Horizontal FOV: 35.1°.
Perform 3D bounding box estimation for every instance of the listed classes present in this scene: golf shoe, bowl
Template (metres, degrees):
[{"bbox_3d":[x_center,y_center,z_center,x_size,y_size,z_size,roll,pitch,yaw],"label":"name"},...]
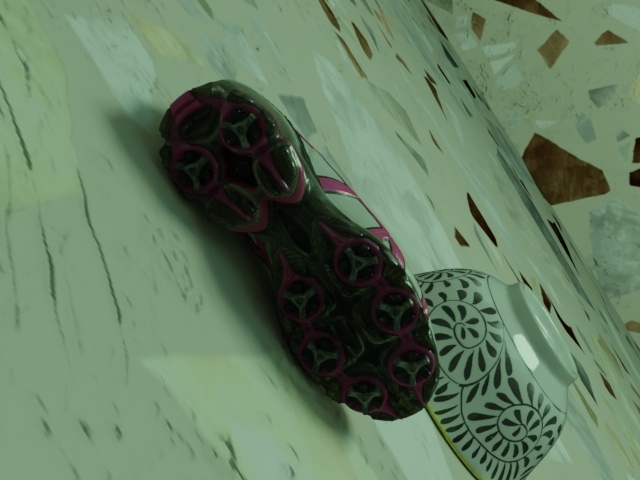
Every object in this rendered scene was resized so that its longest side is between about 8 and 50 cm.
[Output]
[{"bbox_3d":[0.000,0.000,0.490,0.186,0.067,0.086,56,14,-6],"label":"golf shoe"},{"bbox_3d":[0.121,0.078,0.686,0.170,0.080,0.170,51,17,-22],"label":"bowl"}]
